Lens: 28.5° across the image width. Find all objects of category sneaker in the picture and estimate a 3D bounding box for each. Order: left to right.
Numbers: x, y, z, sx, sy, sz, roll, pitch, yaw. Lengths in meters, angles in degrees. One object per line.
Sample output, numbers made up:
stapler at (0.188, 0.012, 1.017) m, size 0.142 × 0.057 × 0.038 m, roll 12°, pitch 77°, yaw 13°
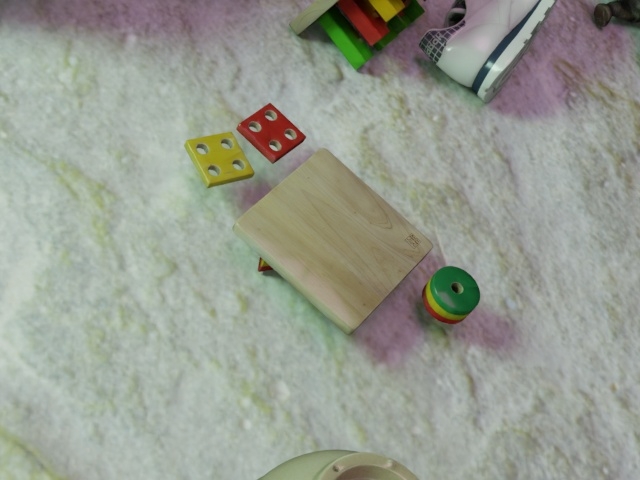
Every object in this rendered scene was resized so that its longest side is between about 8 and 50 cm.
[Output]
sneaker at (0.192, -0.245, 1.331) m, size 0.094 × 0.090 × 0.235 m, roll 31°, pitch 47°, yaw 9°

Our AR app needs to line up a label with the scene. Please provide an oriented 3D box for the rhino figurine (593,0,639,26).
rhino figurine at (0.364, -0.287, 1.451) m, size 0.106 × 0.073 × 0.243 m, roll -17°, pitch 68°, yaw -31°

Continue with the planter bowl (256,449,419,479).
planter bowl at (0.019, 0.216, 0.896) m, size 0.162 × 0.109 × 0.162 m, roll 13°, pitch 53°, yaw -17°

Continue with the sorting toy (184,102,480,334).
sorting toy at (0.000, 0.000, 1.081) m, size 0.274 × 0.046 × 0.132 m, roll 42°, pitch 49°, yaw 5°

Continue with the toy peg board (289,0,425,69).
toy peg board at (0.079, -0.253, 1.237) m, size 0.079 × 0.160 × 0.161 m, roll 51°, pitch 49°, yaw -7°
